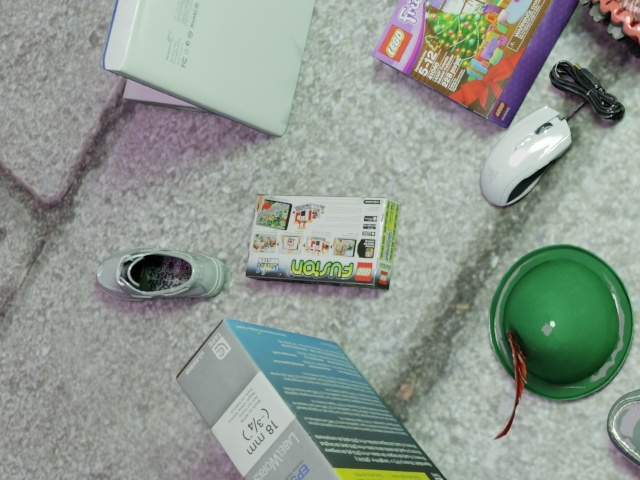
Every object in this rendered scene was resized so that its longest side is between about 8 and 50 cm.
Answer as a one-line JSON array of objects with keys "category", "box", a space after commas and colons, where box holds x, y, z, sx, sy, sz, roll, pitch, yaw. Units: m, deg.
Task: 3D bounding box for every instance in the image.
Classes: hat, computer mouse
[{"category": "hat", "box": [0.229, 0.086, 1.403, 0.173, 0.183, 0.208, -47, 58, 18]}, {"category": "computer mouse", "box": [0.254, -0.118, 1.518, 0.193, 0.042, 0.106, -48, 58, 17]}]

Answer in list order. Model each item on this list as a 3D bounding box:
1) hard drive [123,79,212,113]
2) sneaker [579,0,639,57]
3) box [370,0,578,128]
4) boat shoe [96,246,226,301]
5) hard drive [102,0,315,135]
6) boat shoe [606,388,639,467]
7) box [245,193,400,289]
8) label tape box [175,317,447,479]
[{"category": "hard drive", "box": [-0.149, -0.358, 1.854, 0.233, 0.047, 0.353, 11, 87, 37]}, {"category": "sneaker", "box": [0.403, -0.239, 1.406, 0.276, 0.098, 0.135, 43, 105, 32]}, {"category": "box", "box": [0.211, -0.309, 1.580, 0.201, 0.057, 0.293, 34, 100, 36]}, {"category": "boat shoe", "box": [-0.239, 0.042, 1.807, 0.228, 0.081, 0.079, -1, 79, 35]}, {"category": "hard drive", "box": [-0.132, -0.273, 1.653, 0.040, 0.319, 0.210, 10, 86, 36]}, {"category": "boat shoe", "box": [0.422, 0.214, 1.291, 0.319, 0.099, 0.116, 18, 90, 36]}, {"category": "box", "box": [0.000, 0.000, 1.676, 0.207, 0.036, 0.114, 3, 82, 36]}, {"category": "label tape box", "box": [0.017, 0.249, 1.482, 0.106, 0.241, 0.333, -50, 56, 15]}]
